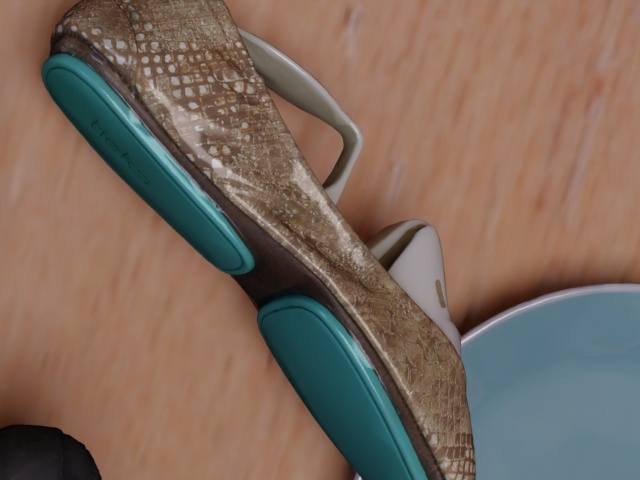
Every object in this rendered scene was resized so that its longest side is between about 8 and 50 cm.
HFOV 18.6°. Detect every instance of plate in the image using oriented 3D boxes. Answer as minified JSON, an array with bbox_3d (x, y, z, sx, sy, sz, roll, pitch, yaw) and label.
[{"bbox_3d":[0.093,0.103,0.692,0.188,0.024,0.188,-4,104,-16],"label":"plate"}]

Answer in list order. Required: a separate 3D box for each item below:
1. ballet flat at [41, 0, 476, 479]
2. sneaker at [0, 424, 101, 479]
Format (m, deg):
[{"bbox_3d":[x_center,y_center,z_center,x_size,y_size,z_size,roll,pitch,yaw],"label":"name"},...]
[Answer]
[{"bbox_3d":[0.000,0.000,0.609,0.067,0.073,0.206,-43,107,-22],"label":"ballet flat"},{"bbox_3d":[-0.025,0.180,0.627,0.162,0.106,0.281,-5,113,-6],"label":"sneaker"}]
